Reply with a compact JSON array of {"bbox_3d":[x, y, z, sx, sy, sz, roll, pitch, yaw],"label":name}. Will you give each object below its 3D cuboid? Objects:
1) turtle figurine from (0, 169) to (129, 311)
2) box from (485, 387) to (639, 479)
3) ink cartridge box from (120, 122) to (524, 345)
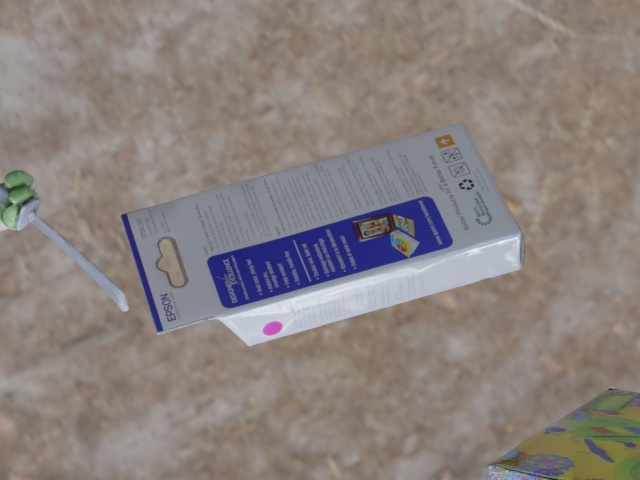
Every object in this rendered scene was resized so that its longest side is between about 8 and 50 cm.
[{"bbox_3d":[-0.294,-0.001,1.359,0.198,0.274,0.266,-37,120,-4],"label":"turtle figurine"},{"bbox_3d":[0.320,0.262,1.611,0.279,0.290,0.177,-17,113,-59],"label":"box"},{"bbox_3d":[0.000,0.000,1.895,0.371,0.176,0.069,-14,136,-9],"label":"ink cartridge box"}]
